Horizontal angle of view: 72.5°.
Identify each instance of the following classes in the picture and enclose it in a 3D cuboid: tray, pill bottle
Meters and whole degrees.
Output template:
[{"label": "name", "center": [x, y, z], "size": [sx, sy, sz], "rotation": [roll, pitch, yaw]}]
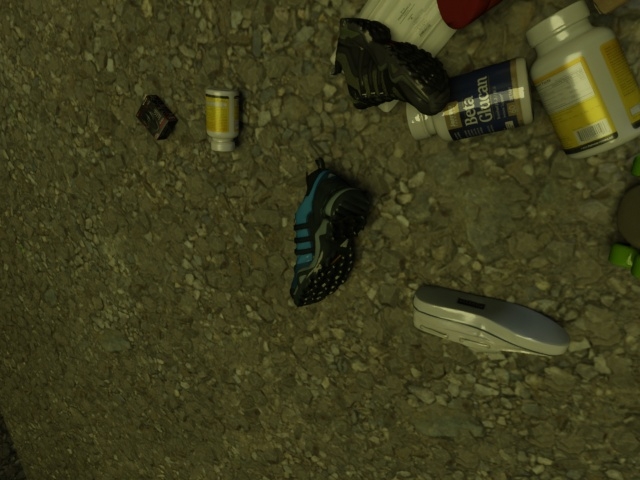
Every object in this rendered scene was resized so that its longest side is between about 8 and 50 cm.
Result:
[{"label": "tray", "center": [0.136, -0.348, 0.677], "size": [0.145, 0.030, 0.270], "rotation": [45, 122, 4]}, {"label": "pill bottle", "center": [-0.194, -0.239, 0.867], "size": [0.065, 0.065, 0.116], "rotation": [14, 114, 22]}, {"label": "pill bottle", "center": [0.346, -0.210, 0.577], "size": [0.103, 0.103, 0.184], "rotation": [-24, 97, 32]}, {"label": "pill bottle", "center": [0.220, -0.201, 0.651], "size": [0.169, 0.094, 0.094], "rotation": [-7, 105, 29]}]

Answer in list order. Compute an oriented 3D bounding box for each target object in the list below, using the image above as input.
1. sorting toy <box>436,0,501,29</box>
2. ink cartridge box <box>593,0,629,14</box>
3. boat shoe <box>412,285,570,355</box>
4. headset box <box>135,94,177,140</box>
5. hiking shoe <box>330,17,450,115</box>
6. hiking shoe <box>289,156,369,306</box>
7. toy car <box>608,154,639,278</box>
[{"label": "sorting toy", "center": [0.209, -0.469, 0.553], "size": [0.126, 0.127, 0.365], "rotation": [-11, 98, -7]}, {"label": "ink cartridge box", "center": [0.313, -0.379, 0.429], "size": [0.234, 0.193, 0.088], "rotation": [42, 84, -12]}, {"label": "boat shoe", "center": [0.286, 0.153, 0.764], "size": [0.258, 0.095, 0.084], "rotation": [18, 121, 32]}, {"label": "headset box", "center": [-0.358, -0.267, 0.960], "size": [0.083, 0.032, 0.062], "rotation": [50, 123, 4]}, {"label": "hiking shoe", "center": [0.100, -0.241, 0.660], "size": [0.227, 0.086, 0.114], "rotation": [53, 144, 29]}, {"label": "hiking shoe", "center": [0.000, 0.000, 0.855], "size": [0.132, 0.113, 0.304], "rotation": [54, 136, 36]}, {"label": "toy car", "center": [0.504, -0.021, 0.557], "size": [0.188, 0.149, 0.155], "rotation": [9, 103, 12]}]
